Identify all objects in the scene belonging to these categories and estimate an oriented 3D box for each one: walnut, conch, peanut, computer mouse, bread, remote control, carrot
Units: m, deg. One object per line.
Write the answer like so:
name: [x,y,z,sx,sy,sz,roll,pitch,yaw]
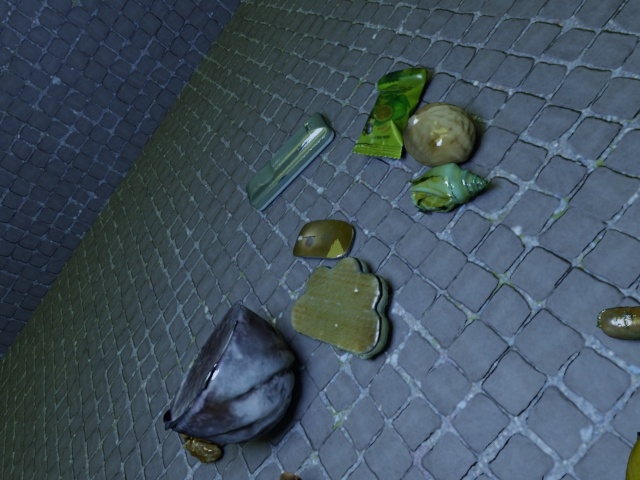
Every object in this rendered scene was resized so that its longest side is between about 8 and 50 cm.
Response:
walnut: [-0.292,0.464,1.165,0.170,0.069,0.143,1,68,49]
conch: [0.250,-0.106,0.957,0.200,0.079,0.095,-22,63,58]
peanut: [0.254,-0.221,1.000,0.141,0.109,0.159,-52,51,24]
computer mouse: [-0.001,-0.001,1.173,0.199,0.044,0.102,2,65,46]
bread: [0.051,0.136,1.023,0.286,0.056,0.208,13,80,49]
remote control: [-0.102,-0.237,1.409,0.335,0.065,0.128,-43,45,18]
carrot: [0.496,0.101,0.602,0.254,0.049,0.049,-11,58,37]

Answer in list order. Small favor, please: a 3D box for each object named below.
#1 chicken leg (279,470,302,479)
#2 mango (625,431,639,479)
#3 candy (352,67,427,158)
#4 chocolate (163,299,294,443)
chicken leg: [-0.081,0.621,0.794,0.295,0.181,0.410,-45,35,41]
mango: [0.413,0.326,0.505,0.137,0.091,0.238,-20,53,44]
candy: [0.173,-0.309,1.168,0.149,0.069,0.247,8,67,43]
chocolate: [-0.168,0.307,1.022,0.303,0.213,0.303,-53,13,18]
